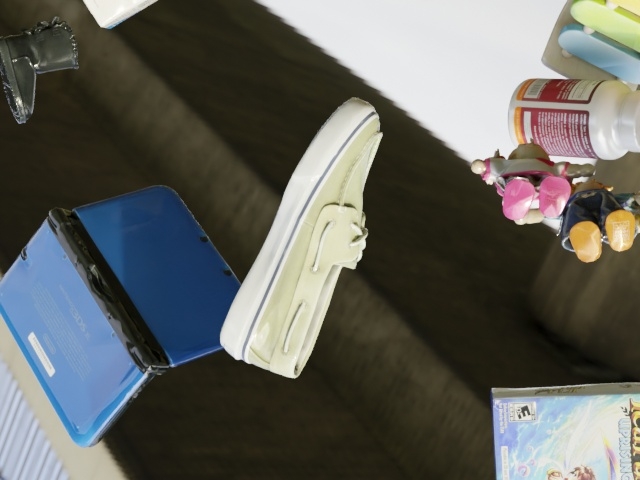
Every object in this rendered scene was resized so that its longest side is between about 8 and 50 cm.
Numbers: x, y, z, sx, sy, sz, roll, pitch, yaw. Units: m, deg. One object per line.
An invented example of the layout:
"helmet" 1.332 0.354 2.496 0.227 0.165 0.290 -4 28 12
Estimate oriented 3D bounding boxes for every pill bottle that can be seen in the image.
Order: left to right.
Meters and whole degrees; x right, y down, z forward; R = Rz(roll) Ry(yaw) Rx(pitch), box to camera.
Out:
"pill bottle" 0.286 -0.131 1.419 0.152 0.086 0.086 8 -176 40

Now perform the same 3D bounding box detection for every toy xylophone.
"toy xylophone" 0.379 -0.250 1.355 0.236 0.323 0.081 21 -118 -1

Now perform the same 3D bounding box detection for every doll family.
"doll family" 0.264 -0.028 1.126 0.262 0.118 0.163 -4 -164 9

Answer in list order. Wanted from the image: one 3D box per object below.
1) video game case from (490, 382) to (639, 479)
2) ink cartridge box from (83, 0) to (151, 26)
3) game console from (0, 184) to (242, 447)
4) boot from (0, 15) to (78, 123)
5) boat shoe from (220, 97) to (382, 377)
"video game case" 0.347 0.319 1.676 0.244 0.270 0.061 -4 -174 5
"ink cartridge box" -0.169 -0.334 1.504 0.078 0.231 0.134 58 180 -9
"game console" -0.263 0.096 1.774 0.173 0.250 0.293 12 -145 -52
"boot" -0.356 -0.219 1.676 0.099 0.121 0.045 -20 -160 -24
"boat shoe" 0.000 0.000 1.382 0.094 0.302 0.109 27 -175 12
